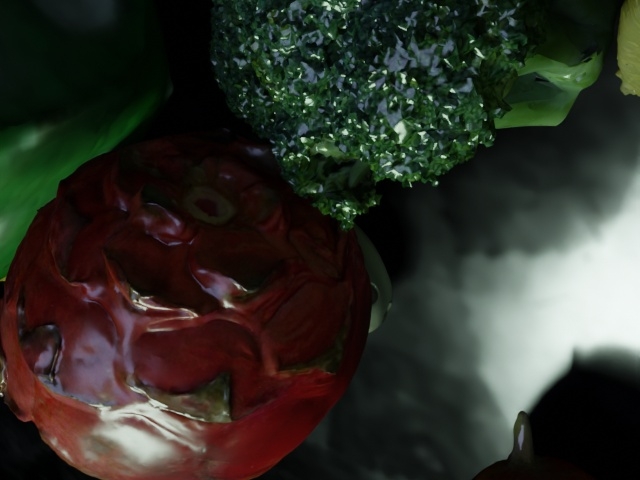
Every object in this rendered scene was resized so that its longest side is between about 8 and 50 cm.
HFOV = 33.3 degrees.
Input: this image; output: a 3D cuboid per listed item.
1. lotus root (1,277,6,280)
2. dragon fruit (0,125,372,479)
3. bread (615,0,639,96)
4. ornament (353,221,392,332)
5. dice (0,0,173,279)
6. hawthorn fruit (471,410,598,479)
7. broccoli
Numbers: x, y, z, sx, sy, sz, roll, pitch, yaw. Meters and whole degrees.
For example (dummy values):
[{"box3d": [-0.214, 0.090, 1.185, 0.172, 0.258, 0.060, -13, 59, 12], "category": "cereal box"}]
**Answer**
[{"box3d": [-0.338, -0.002, 1.096, 0.054, 0.049, 0.099, 6, 123, 47], "category": "lotus root"}, {"box3d": [-0.087, 0.043, 0.680, 0.241, 0.241, 0.252, 46, 110, 5], "category": "dragon fruit"}, {"box3d": [0.203, -0.031, 0.392, 0.233, 0.361, 0.245, 39, 134, 11], "category": "bread"}, {"box3d": [0.000, 0.000, 0.800, 0.074, 0.081, 0.156, -28, 99, 10], "category": "ornament"}, {"box3d": [-0.314, -0.124, 0.810, 0.297, 0.300, 0.287, 50, 136, 1], "category": "dice"}, {"box3d": [0.159, 0.244, 0.762, 0.199, 0.199, 0.251, -1, 104, 41], "category": "hawthorn fruit"}, {"box3d": [0.049, -0.148, 0.554, 0.241, 0.269, 0.261, 21, 142, -20], "category": "broccoli"}]
